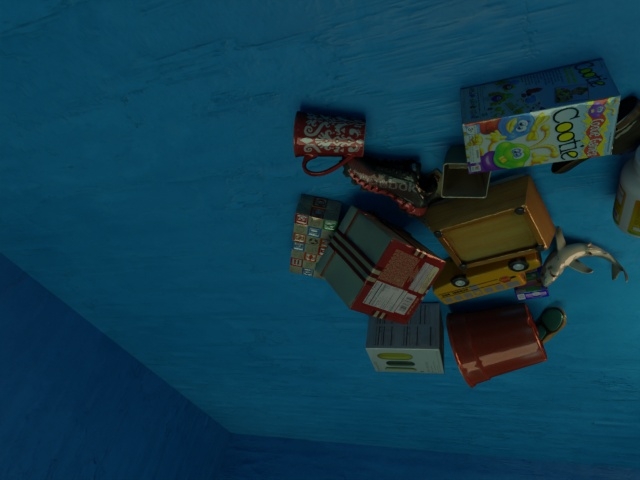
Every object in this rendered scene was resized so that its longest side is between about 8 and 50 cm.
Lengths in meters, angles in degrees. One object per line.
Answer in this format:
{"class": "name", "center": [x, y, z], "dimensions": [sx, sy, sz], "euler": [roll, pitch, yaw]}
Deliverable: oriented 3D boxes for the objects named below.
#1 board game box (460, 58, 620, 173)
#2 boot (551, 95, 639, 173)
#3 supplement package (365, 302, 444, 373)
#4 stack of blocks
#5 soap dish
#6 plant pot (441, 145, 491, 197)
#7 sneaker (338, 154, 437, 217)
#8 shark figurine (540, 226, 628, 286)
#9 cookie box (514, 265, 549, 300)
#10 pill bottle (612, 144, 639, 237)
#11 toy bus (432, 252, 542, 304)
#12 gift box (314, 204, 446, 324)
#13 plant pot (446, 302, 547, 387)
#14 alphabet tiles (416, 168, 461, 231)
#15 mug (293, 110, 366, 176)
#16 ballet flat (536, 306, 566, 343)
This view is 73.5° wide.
{"class": "board game box", "center": [0.450, -0.256, 0.913], "dimensions": [0.276, 0.144, 0.142], "euler": [-5, 137, 22]}
{"class": "boot", "center": [0.643, -0.208, 0.967], "dimensions": [0.106, 0.082, 0.219], "euler": [28, 136, -13]}
{"class": "supplement package", "center": [0.329, 0.373, 1.637], "dimensions": [0.263, 0.197, 0.199], "euler": [-4, 138, 19]}
{"class": "stack of blocks", "center": [0.000, 0.000, 1.376], "dimensions": [0.171, 0.087, 0.297], "euler": [11, 140, 2]}
{"class": "soap dish", "center": [0.458, -0.038, 1.172], "dimensions": [0.291, 0.118, 0.229], "euler": [-18, 131, 33]}
{"class": "plant pot", "center": [0.358, -0.177, 1.066], "dimensions": [0.109, 0.096, 0.109], "euler": [2, 138, 13]}
{"class": "sneaker", "center": [0.187, -0.171, 1.122], "dimensions": [0.276, 0.097, 0.135], "euler": [27, 132, -11]}
{"class": "shark figurine", "center": [0.746, 0.051, 1.254], "dimensions": [0.279, 0.166, 0.116], "euler": [-1, 167, -10]}
{"class": "cookie box", "center": [0.651, 0.127, 1.334], "dimensions": [0.092, 0.107, 0.040], "euler": [-14, 132, 27]}
{"class": "pill bottle", "center": [0.751, -0.118, 0.965], "dimensions": [0.137, 0.136, 0.245], "euler": [-8, 148, 24]}
{"class": "toy bus", "center": [0.511, 0.095, 1.333], "dimensions": [0.333, 0.108, 0.130], "euler": [-23, 129, 35]}
{"class": "gift box", "center": [0.166, 0.077, 1.235], "dimensions": [0.277, 0.258, 0.255], "euler": [26, 102, -35]}
{"class": "plant pot", "center": [0.620, 0.350, 1.504], "dimensions": [0.265, 0.272, 0.272], "euler": [-23, 129, 25]}
{"class": "alphabet tiles", "center": [0.356, -0.103, 1.222], "dimensions": [0.237, 0.009, 0.198], "euler": [36, 135, -25]}
{"class": "mug", "center": [0.024, -0.241, 1.066], "dimensions": [0.170, 0.113, 0.150], "euler": [4, 113, 4]}
{"class": "ballet flat", "center": [0.823, 0.299, 1.533], "dimensions": [0.073, 0.080, 0.232], "euler": [-11, 145, -14]}
